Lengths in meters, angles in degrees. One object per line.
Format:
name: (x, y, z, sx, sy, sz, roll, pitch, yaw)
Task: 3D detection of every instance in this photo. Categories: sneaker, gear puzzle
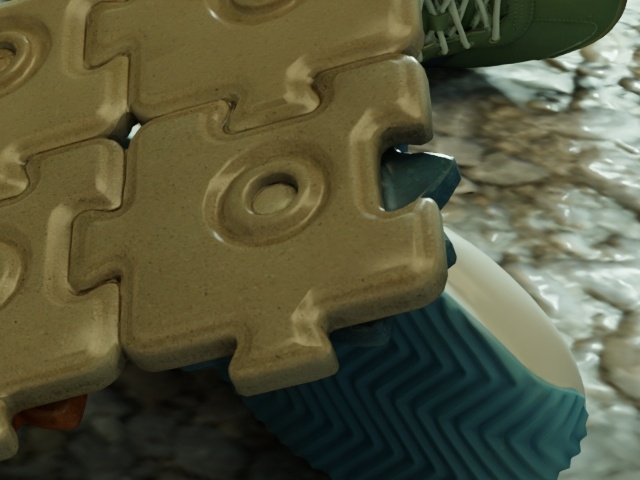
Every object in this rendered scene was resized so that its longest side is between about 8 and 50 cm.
sneaker: (0.024, -0.085, 0.784, 0.192, 0.064, 0.086, 1, 28, 10)
gear puzzle: (-0.125, 0.008, 0.540, 0.339, 0.044, 0.175, -15, 47, 12)
sneaker: (0.000, 0.000, 0.601, 0.092, 0.087, 0.229, -20, 37, -37)
